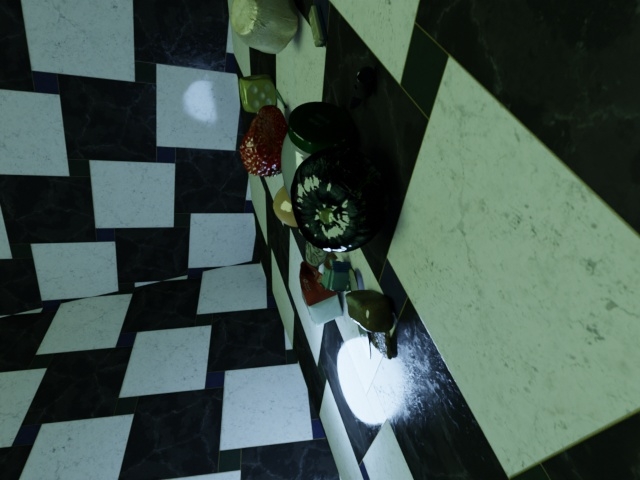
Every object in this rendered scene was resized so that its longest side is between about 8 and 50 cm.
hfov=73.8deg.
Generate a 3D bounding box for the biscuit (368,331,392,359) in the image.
[{"bbox_3d":[0.193,0.329,1.556,0.237,0.026,0.131,-147,48,-68],"label":"biscuit"}]

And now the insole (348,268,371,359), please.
[{"bbox_3d":[0.148,0.279,1.617,0.119,0.009,0.349,167,92,-77],"label":"insole"}]

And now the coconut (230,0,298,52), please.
[{"bbox_3d":[-0.203,-0.865,1.664,0.245,0.247,0.245,11,106,42],"label":"coconut"}]

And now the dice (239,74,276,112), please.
[{"bbox_3d":[-0.338,-0.792,2.298,0.166,0.169,0.169,-125,27,-56],"label":"dice"}]

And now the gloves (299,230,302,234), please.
[{"bbox_3d":[-0.049,-0.072,1.956,0.070,0.114,0.153,58,-176,-13],"label":"gloves"}]

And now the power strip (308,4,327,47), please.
[{"bbox_3d":[-0.011,-0.723,1.439,0.056,0.032,0.123,161,97,-73],"label":"power strip"}]

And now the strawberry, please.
[{"bbox_3d":[-0.258,-0.490,2.106,0.312,0.267,0.351,-52,-27,-72],"label":"strawberry"}]

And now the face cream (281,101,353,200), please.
[{"bbox_3d":[-0.020,-0.272,1.478,0.357,0.219,0.313,102,152,-55],"label":"face cream"}]

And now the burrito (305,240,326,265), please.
[{"bbox_3d":[0.000,0.000,1.852,0.445,0.101,0.139,113,153,-69],"label":"burrito"}]

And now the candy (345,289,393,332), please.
[{"bbox_3d":[0.162,0.234,1.451,0.234,0.102,0.104,-159,58,-74],"label":"candy"}]

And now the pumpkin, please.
[{"bbox_3d":[0.059,-0.125,1.251,0.315,0.238,0.315,21,131,26],"label":"pumpkin"}]

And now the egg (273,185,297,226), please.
[{"bbox_3d":[-0.084,-0.156,1.836,0.244,0.201,0.201,9,113,47],"label":"egg"}]

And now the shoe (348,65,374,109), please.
[{"bbox_3d":[0.119,-0.410,1.182,0.053,0.062,0.159,60,160,14],"label":"shoe"}]

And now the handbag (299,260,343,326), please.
[{"bbox_3d":[-0.018,0.229,1.979,0.298,0.151,0.171,-119,10,-49],"label":"handbag"}]

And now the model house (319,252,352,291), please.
[{"bbox_3d":[0.067,0.117,1.710,0.148,0.119,0.149,-136,48,-70],"label":"model house"}]

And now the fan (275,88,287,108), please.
[{"bbox_3d":[-0.202,-0.716,2.162,0.193,0.016,0.038,-118,24,-45],"label":"fan"}]
